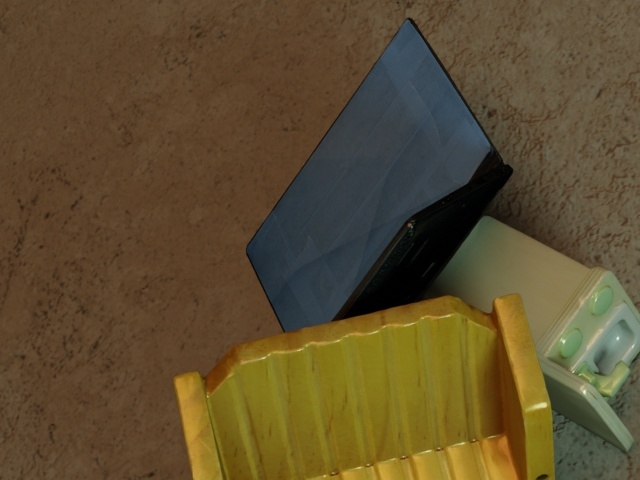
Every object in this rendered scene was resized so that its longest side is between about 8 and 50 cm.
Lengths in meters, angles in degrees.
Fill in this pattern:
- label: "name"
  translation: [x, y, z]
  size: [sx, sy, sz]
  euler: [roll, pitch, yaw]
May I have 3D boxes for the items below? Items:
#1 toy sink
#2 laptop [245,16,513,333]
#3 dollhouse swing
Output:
- label: "toy sink"
  translation: [0.253, 0.094, 2.016]
  size: [0.234, 0.153, 0.131]
  euler: [30, 79, 40]
- label: "laptop"
  translation: [0.000, 0.000, 2.078]
  size: [0.236, 0.408, 0.382]
  euler: [41, 118, 11]
- label: "dollhouse swing"
  translation: [0.067, 0.285, 1.826]
  size: [0.347, 0.315, 0.305]
  euler: [-12, 49, -2]
